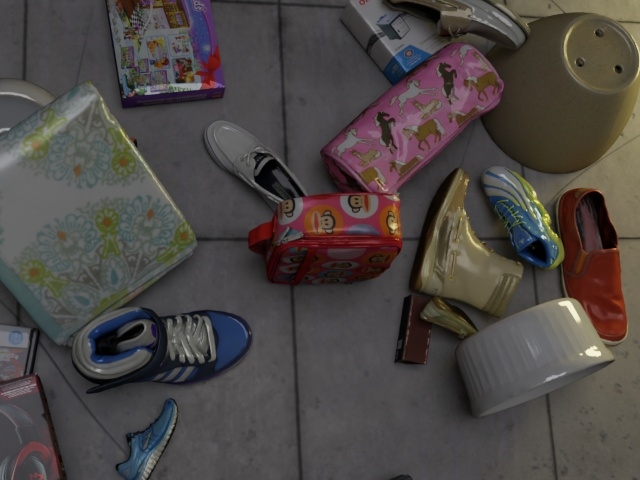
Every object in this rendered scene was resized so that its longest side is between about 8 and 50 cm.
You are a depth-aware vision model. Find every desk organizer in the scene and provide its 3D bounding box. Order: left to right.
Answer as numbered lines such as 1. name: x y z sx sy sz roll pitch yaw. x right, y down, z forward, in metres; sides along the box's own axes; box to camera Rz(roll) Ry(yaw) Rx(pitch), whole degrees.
1. desk organizer: 0.182 0.173 1.818 0.050 0.047 0.130 14 74 -11

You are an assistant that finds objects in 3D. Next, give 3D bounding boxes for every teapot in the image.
1. teapot: -0.548 -0.180 1.688 0.256 0.187 0.252 36 97 -23

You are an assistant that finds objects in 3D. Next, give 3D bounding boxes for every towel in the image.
1. towel: -0.425 -0.035 1.628 0.320 0.090 0.374 -38 120 -12

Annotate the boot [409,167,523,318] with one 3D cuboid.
1. boot: 0.303 0.005 1.861 0.203 0.095 0.262 20 74 -6

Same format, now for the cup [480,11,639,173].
1. cup: 0.512 -0.329 1.918 0.331 0.237 0.331 3 75 -12

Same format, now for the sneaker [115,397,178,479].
1. sneaker: -0.303 0.347 1.662 0.073 0.063 0.162 28 72 0

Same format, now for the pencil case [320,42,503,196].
1. pencil case: 0.183 -0.226 1.851 0.386 0.160 0.167 -43 111 -15

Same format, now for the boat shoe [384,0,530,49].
1. boat shoe: 0.265 -0.448 1.882 0.302 0.113 0.103 31 83 11

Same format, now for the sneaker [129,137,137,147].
1. sneaker: -0.411 -0.097 1.753 0.087 0.083 0.221 16 66 4

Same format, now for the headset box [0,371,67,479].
1. headset box: -0.537 0.360 1.544 0.218 0.110 0.293 -14 78 -16

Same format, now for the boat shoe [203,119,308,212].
1. boat shoe: -0.115 -0.145 1.816 0.258 0.084 0.095 39 72 0

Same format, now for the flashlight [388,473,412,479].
1. flashlight: 0.033 0.511 1.678 0.304 0.103 0.103 -22 48 -21

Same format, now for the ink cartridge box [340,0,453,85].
1. ink cartridge box: 0.156 -0.436 1.951 0.139 0.082 0.191 -37 88 -18

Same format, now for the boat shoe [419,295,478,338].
1. boat shoe: 0.249 0.155 1.814 0.048 0.153 0.056 -44 46 15

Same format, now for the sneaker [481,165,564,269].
1. sneaker: 0.398 -0.044 1.870 0.091 0.126 0.240 -39 87 20

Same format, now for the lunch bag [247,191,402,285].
1. lunch bag: 0.000 0.000 1.695 0.258 0.293 0.120 0 75 -8

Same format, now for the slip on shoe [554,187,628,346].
1. slip on shoe: 0.549 0.049 1.901 0.123 0.101 0.331 -5 78 -15

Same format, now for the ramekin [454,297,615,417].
1. ramekin: 0.382 0.213 1.738 0.277 0.277 0.135 -17 72 -16

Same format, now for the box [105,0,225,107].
1. box: -0.310 -0.413 1.857 0.200 0.057 0.293 -8 78 -13

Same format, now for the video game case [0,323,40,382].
1. video game case: -0.632 0.269 1.625 0.248 0.035 0.275 9 74 -10

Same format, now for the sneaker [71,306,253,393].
1. sneaker: -0.261 0.177 1.621 0.322 0.236 0.130 -7 77 -13
